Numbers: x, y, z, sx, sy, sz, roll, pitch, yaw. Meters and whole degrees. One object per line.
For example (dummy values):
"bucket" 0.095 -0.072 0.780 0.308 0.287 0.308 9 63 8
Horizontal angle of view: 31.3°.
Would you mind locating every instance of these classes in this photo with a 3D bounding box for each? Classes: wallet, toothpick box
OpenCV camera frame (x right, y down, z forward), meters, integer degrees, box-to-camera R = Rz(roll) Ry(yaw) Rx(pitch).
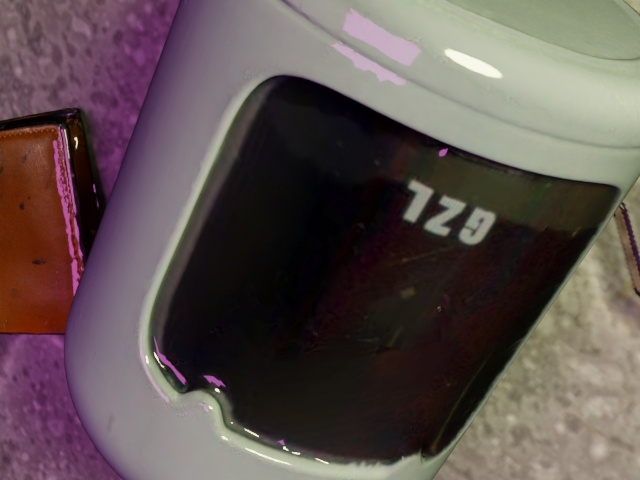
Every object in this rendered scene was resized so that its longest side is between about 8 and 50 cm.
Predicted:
"wallet" -0.240 -0.009 0.860 0.195 0.042 0.161 -5 97 33
"toothpick box" 0.000 0.000 0.617 0.263 0.263 0.354 36 120 17
